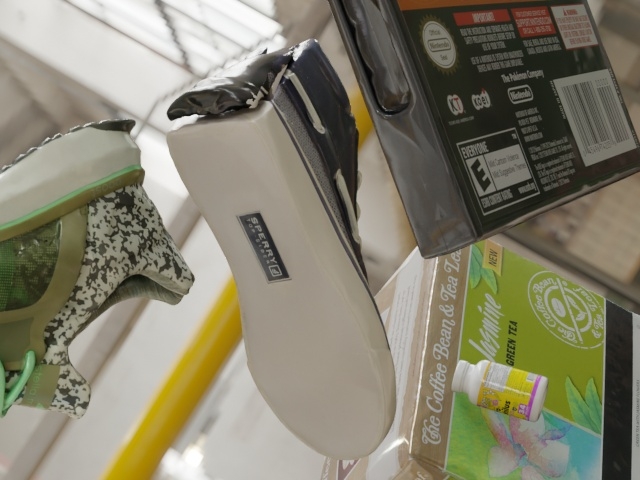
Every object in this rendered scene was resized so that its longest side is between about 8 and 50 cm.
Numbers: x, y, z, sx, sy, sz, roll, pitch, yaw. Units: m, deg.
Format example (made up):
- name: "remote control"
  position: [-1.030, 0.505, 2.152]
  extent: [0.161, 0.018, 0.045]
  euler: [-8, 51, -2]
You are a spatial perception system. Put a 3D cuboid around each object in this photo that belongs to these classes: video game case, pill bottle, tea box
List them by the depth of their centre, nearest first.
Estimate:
- name: "video game case"
  position: [0.071, -0.131, 0.798]
  extent: [0.035, 0.248, 0.275]
  euler: [-20, -1, 28]
- name: "pill bottle"
  position: [0.164, 0.135, 1.471]
  extent: [0.043, 0.083, 0.043]
  euler: [15, -90, -76]
- name: "tea box"
  position: [0.190, 0.212, 1.639]
  extent: [0.220, 0.324, 0.329]
  euler: [-53, 18, 41]

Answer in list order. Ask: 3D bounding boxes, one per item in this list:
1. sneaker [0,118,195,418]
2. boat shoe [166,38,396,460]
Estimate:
- name: "sneaker"
  position: [-0.252, 0.073, 1.191]
  extent: [0.410, 0.182, 0.158]
  euler: [-38, -3, -27]
- name: "boat shoe"
  position: [0.000, 0.000, 1.292]
  extent: [0.158, 0.127, 0.340]
  euler: [-52, -49, -50]
